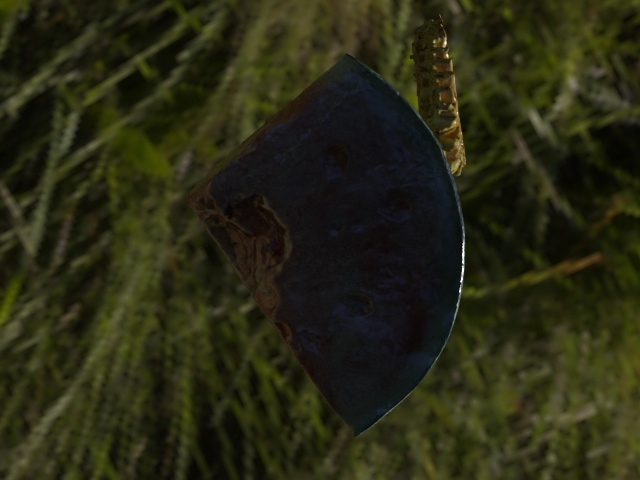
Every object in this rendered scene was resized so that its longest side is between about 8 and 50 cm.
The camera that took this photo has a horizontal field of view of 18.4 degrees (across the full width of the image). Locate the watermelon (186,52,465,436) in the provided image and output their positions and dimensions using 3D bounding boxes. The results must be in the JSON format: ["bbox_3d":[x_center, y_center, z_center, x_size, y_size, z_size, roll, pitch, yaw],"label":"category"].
[{"bbox_3d":[0.000,0.000,1.677,0.148,0.226,0.318,-137,-134,-80],"label":"watermelon"}]

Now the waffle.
[{"bbox_3d":[0.113,-0.148,1.954,0.161,0.046,0.192,72,11,-63],"label":"waffle"}]
